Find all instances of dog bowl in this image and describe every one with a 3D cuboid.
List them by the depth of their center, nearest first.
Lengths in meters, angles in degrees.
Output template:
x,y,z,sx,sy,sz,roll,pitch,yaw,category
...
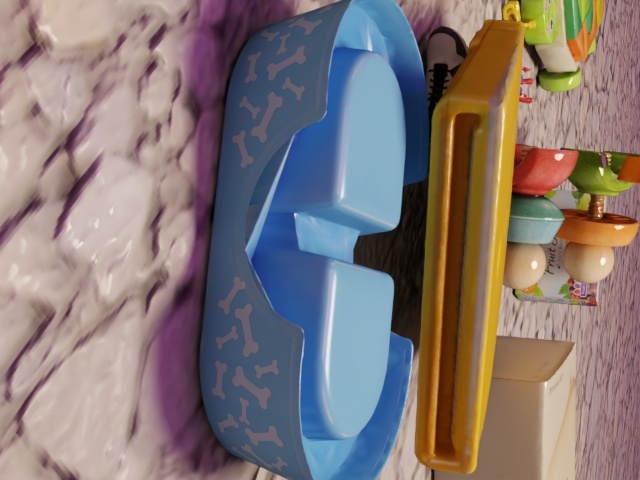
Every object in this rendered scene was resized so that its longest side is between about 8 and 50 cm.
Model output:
x,y,z,sx,sy,sz,roll,pitch,yaw,category
0.000,0.000,0.546,0.166,0.074,0.297,17,77,-63,dog bowl

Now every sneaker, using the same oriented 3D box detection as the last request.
x,y,z,sx,sy,sz,roll,pitch,yaw,category
0.110,-0.133,0.801,0.044,0.040,0.109,-30,119,-58,sneaker

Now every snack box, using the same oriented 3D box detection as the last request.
x,y,z,sx,sy,sz,roll,pitch,yaw,category
0.305,0.008,1.147,0.037,0.100,0.141,41,56,-64,snack box

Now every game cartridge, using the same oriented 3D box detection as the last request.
x,y,z,sx,sy,sz,roll,pitch,yaw,category
0.130,-0.018,0.754,0.324,0.052,0.285,-59,152,-64,game cartridge

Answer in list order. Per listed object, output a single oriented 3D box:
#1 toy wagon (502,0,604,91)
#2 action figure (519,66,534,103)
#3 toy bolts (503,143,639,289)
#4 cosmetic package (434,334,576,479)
x,y,z,sx,sy,sz,roll,pitch,yaw,category
0.307,-0.329,1.161,0.344,0.068,0.267,-56,140,-48,toy wagon
0.230,-0.185,1.062,0.115,0.030,0.038,0,97,-62,action figure
0.292,-0.018,0.994,0.228,0.218,0.158,1,99,-26,toy bolts
0.190,0.265,0.922,0.160,0.113,0.309,-20,111,-62,cosmetic package
